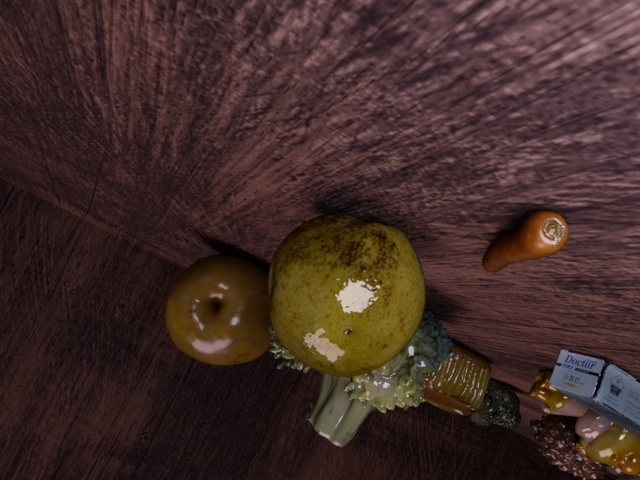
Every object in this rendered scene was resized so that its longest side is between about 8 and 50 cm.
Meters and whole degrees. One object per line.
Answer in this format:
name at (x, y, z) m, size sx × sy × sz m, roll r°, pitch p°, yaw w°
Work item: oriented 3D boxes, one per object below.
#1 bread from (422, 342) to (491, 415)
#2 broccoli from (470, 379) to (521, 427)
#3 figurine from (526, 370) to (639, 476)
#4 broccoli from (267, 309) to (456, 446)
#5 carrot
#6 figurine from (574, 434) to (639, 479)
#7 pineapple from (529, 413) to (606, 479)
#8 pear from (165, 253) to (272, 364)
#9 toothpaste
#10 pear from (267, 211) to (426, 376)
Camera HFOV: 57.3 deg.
bread at (0.261, 0.300, 1.373) m, size 0.253 × 0.142 × 0.227 m, roll 32°, pitch 168°, yaw -17°
broccoli at (0.476, 0.455, 1.622) m, size 0.162 × 0.138 × 0.145 m, roll 11°, pitch 123°, yaw 56°
figurine at (0.519, 0.341, 1.109) m, size 0.246 × 0.131 × 0.156 m, roll 38°, pitch 129°, yaw 8°
broccoli at (0.085, 0.222, 1.037) m, size 0.293 × 0.281 × 0.348 m, roll 33°, pitch 175°, yaw -27°
carrot at (0.181, 0.006, 0.551) m, size 0.037 × 0.037 × 0.190 m, roll 24°, pitch 172°, yaw 3°
figurine at (0.695, 0.505, 1.180) m, size 0.365 × 0.206 × 0.218 m, roll 21°, pitch -166°, yaw 28°
pineapple at (0.592, 0.471, 1.393) m, size 0.193 × 0.166 × 0.166 m, roll 17°, pitch 166°, yaw 34°
pear at (-0.246, 0.183, 1.520) m, size 0.314 × 0.314 × 0.314 m, roll 24°, pitch 168°, yaw 6°
toothpaste at (0.501, 0.270, 0.935) m, size 0.313 × 0.071 × 0.089 m, roll 30°, pitch 169°, yaw -24°
pear at (0.030, 0.056, 0.711) m, size 0.197 × 0.197 × 0.197 m, roll 24°, pitch 168°, yaw 6°
